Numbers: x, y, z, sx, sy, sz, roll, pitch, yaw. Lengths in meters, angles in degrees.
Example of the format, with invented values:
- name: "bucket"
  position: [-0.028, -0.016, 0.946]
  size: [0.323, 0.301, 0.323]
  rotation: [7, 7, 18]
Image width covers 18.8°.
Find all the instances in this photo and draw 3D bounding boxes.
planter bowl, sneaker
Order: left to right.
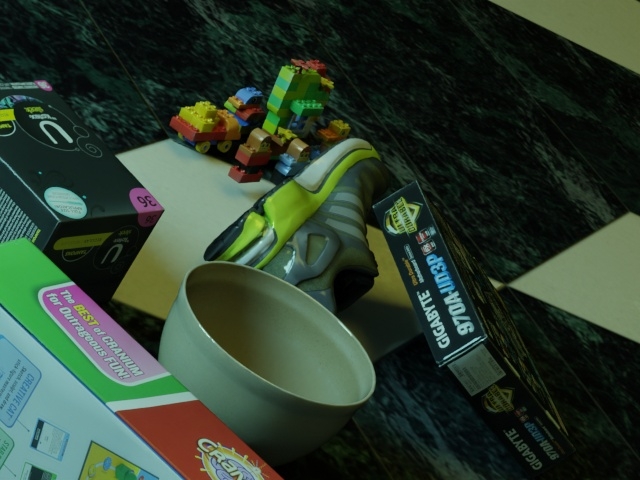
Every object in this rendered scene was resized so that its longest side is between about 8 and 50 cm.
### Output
- name: "planter bowl"
  position: [-0.055, 0.108, 1.429]
  size: [0.162, 0.109, 0.162]
  rotation: [27, 23, -13]
- name: "sneaker"
  position: [0.000, 0.000, 1.708]
  size: [0.121, 0.111, 0.300]
  rotation: [52, 28, -1]

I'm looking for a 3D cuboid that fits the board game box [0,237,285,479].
- name: "board game box"
  position: [-0.126, 0.191, 1.069]
  size: [0.316, 0.242, 0.064]
  rotation: [42, 28, 16]

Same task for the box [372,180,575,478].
- name: "box"
  position: [0.131, 0.074, 1.670]
  size: [0.175, 0.051, 0.220]
  rotation: [51, 12, -39]

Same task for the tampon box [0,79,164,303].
- name: "tampon box"
  position: [-0.227, -0.034, 1.491]
  size: [0.161, 0.101, 0.120]
  rotation: [45, 29, 23]

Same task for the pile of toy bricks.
- name: "pile of toy bricks"
  position: [-0.032, -0.125, 1.835]
  size: [0.118, 0.105, 0.212]
  rotation: [36, 25, 29]
